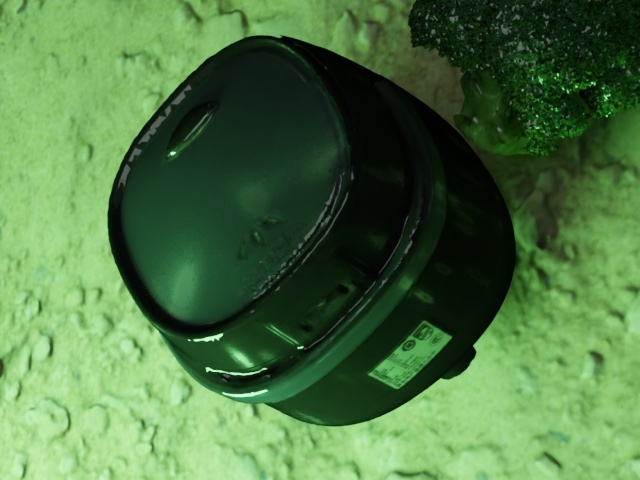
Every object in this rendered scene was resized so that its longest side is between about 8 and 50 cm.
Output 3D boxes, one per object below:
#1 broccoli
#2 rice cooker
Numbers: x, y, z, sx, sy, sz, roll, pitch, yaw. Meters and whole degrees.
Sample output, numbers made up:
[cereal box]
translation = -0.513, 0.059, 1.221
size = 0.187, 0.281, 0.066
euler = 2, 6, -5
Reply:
[broccoli]
translation = 0.148, -0.140, 1.197
size = 0.156, 0.195, 0.195
euler = -55, 53, 43
[rice cooker]
translation = 0.000, 0.000, 1.213
size = 0.267, 0.224, 0.267
euler = -18, 58, 32
